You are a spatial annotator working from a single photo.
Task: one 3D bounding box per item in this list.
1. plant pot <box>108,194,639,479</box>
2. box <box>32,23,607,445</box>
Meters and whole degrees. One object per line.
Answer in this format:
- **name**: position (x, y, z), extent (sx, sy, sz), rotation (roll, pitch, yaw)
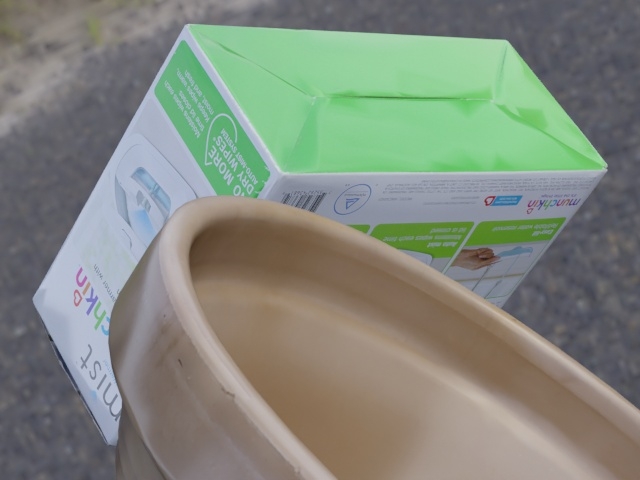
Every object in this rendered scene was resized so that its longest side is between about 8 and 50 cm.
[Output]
- **plant pot**: position (0.031, 0.100, 0.501), extent (0.110, 0.237, 0.237), rotation (-56, 23, 15)
- **box**: position (0.000, 0.000, 1.124), extent (0.262, 0.231, 0.127), rotation (-4, 49, -40)
